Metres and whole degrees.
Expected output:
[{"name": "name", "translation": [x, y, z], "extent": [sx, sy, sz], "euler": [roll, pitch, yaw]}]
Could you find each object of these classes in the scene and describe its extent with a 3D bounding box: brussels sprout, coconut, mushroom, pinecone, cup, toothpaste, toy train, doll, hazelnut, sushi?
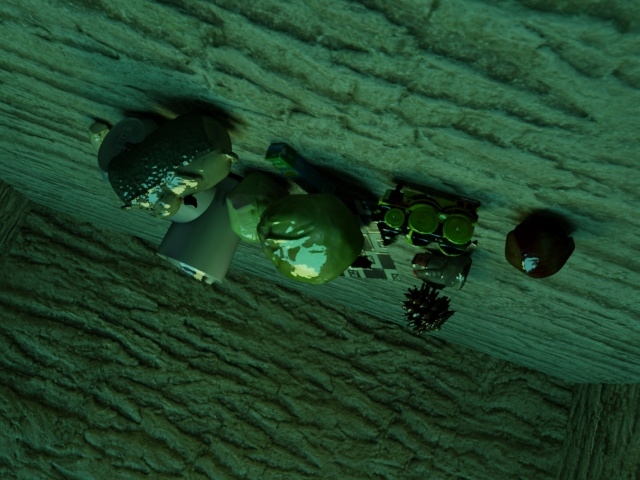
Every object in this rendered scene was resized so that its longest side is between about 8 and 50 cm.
[{"name": "brussels sprout", "translation": [-0.023, -0.011, 1.687], "extent": [0.327, 0.247, 0.328], "euler": [11, 124, 17]}, {"name": "coconut", "translation": [-0.207, -0.117, 1.860], "extent": [0.235, 0.236, 0.204], "euler": [22, -168, -13]}, {"name": "mushroom", "translation": [-0.703, -0.310, 1.990], "extent": [0.122, 0.095, 0.351], "euler": [-9, 156, 21]}, {"name": "pinecone", "translation": [0.393, 0.252, 2.065], "extent": [0.207, 0.208, 0.208], "euler": [17, 165, 5]}, {"name": "cup", "translation": [-0.484, -0.238, 1.759], "extent": [0.322, 0.237, 0.327], "euler": [-20, 149, 19]}, {"name": "cup", "translation": [-0.405, -0.044, 1.986], "extent": [0.253, 0.372, 0.253], "euler": [22, 168, 5]}, {"name": "toothpaste", "translation": [-0.056, -0.201, 1.656], "extent": [0.065, 0.050, 0.266], "euler": [5, 160, 39]}, {"name": "toy train", "translation": [0.292, -0.062, 1.529], "extent": [0.296, 0.161, 0.100], "euler": [15, 156, 5]}, {"name": "doll", "translation": [-0.402, -0.200, 1.524], "extent": [0.349, 0.247, 0.247], "euler": [-23, 163, -3]}, {"name": "hazelnut", "translation": [0.585, 0.015, 1.498], "extent": [0.170, 0.161, 0.202], "euler": [29, -156, 7]}, {"name": "sushi", "translation": [0.106, -0.030, 1.864], "extent": [0.296, 0.100, 0.373], "euler": [1, 137, 35]}]

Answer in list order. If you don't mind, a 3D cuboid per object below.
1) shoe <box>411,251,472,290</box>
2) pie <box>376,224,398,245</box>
[{"name": "shoe", "translation": [0.421, 0.094, 2.011], "extent": [0.170, 0.133, 0.336], "euler": [24, 170, -5]}, {"name": "pie", "translation": [0.176, -0.038, 1.920], "extent": [0.193, 0.079, 0.163], "euler": [10, 150, 33]}]
